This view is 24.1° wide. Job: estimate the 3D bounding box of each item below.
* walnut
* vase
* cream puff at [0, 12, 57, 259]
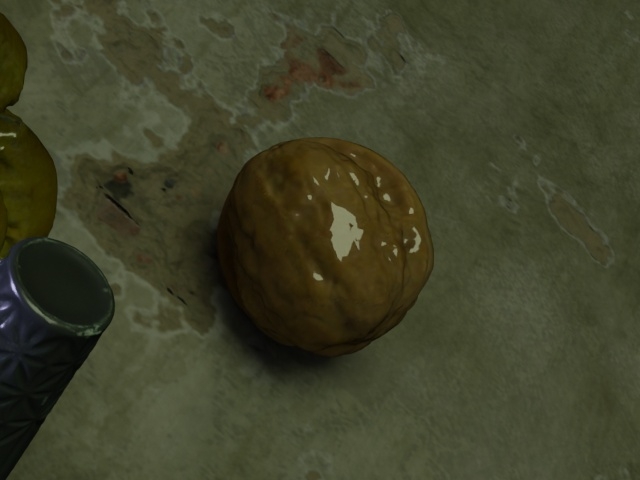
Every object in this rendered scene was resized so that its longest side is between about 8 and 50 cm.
[{"bbox_3d":[0.000,0.000,1.695,0.257,0.257,0.224,61,10,16],"label":"walnut"},{"bbox_3d":[-0.295,0.120,1.303,0.156,0.301,0.251,36,33,-12],"label":"vase"},{"bbox_3d":[-0.389,-0.110,1.379,0.378,0.275,0.378,35,31,-25],"label":"cream puff"}]
